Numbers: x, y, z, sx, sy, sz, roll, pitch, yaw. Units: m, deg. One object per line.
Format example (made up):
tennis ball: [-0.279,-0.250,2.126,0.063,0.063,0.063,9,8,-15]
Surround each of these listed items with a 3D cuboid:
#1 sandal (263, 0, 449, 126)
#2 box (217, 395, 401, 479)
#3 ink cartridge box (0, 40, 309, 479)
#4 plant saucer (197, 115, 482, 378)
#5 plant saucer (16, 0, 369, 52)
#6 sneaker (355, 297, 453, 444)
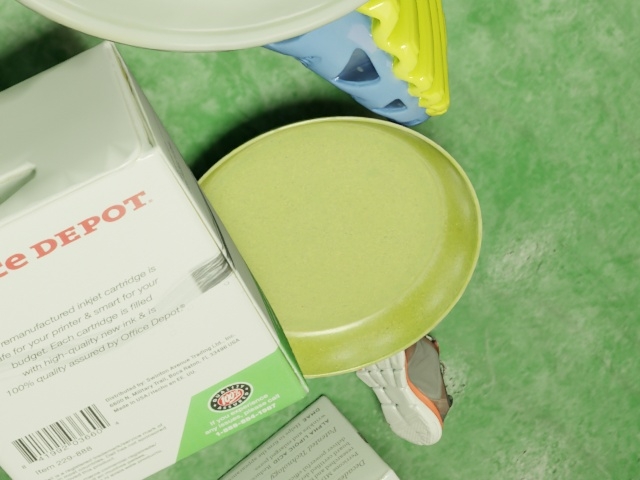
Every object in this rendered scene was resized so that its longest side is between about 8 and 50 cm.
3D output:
sandal: [-0.012,-0.175,1.318,0.138,0.126,0.317,-18,144,24]
box: [-0.002,0.260,1.572,0.182,0.119,0.181,-39,131,-6]
ink cartridge box: [-0.161,0.034,1.282,0.211,0.121,0.289,-26,138,1]
plant saucer: [0.000,0.000,1.433,0.241,0.037,0.241,-6,128,-8]
plant saucer: [-0.066,-0.307,1.091,0.400,0.100,0.400,-1,96,-14]
sneaker: [0.065,0.093,1.565,0.065,0.061,0.158,-52,132,-37]
